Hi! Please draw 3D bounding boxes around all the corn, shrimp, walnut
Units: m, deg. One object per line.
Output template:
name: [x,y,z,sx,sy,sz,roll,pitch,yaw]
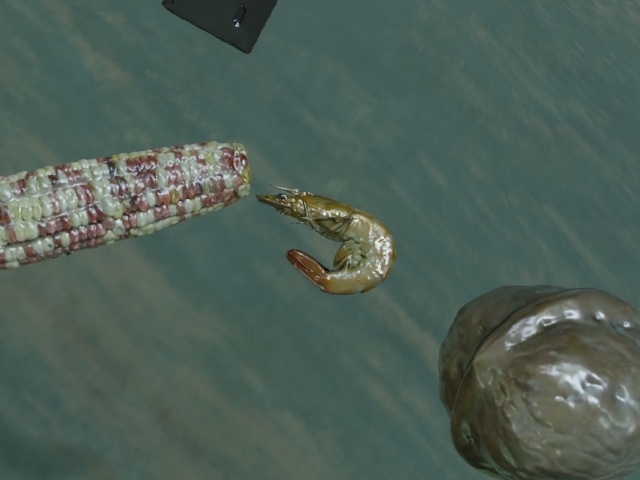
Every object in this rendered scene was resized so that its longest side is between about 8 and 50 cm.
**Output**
corn: [-0.171,-0.031,1.423,0.237,0.079,0.079,-12,99,-14]
shrimp: [0.000,0.002,1.859,0.162,0.045,0.095,22,89,2]
walnut: [0.208,0.134,1.608,0.224,0.224,0.224,1,99,5]

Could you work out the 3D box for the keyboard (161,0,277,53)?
keyboard: [-0.027,-0.327,1.606,0.106,0.027,0.317,29,97,-5]
